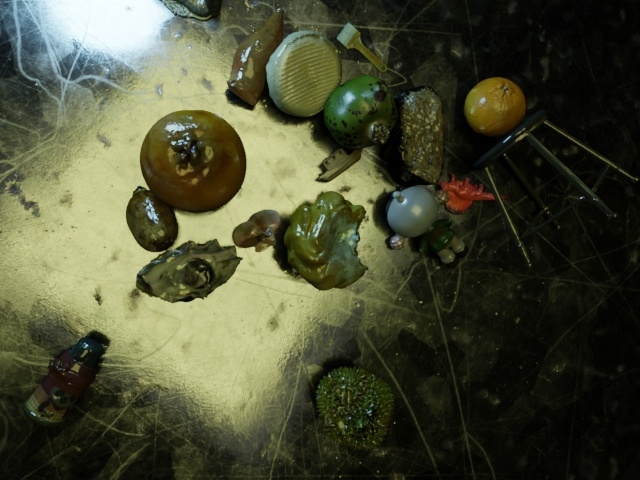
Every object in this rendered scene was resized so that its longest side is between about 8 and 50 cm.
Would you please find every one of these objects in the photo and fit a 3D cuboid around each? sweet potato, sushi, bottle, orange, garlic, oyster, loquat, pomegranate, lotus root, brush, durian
[{"bbox_3d":[-0.210,-0.630,1.762,0.131,0.131,0.336,21,85,-13],"label":"sweet potato"},{"bbox_3d":[0.337,-0.368,1.868,0.211,0.171,0.350,-2,91,-15],"label":"sushi"},{"bbox_3d":[-0.773,0.418,1.602,0.143,0.156,0.271,33,86,7],"label":"bottle"},{"bbox_3d":[0.641,-0.489,1.939,0.219,0.193,0.219,0,87,4],"label":"orange"},{"bbox_3d":[-0.209,-0.031,1.775,0.175,0.099,0.124,-26,81,-12],"label":"garlic"},{"bbox_3d":[-0.432,0.092,1.695,0.351,0.114,0.238,-20,133,1],"label":"oyster"},{"bbox_3d":[-0.385,-0.243,1.620,0.329,0.328,0.328,0,90,-14],"label":"loquat"},{"bbox_3d":[0.144,-0.421,1.773,0.254,0.254,0.270,-28,52,-12],"label":"pomegranate"},{"bbox_3d":[-0.534,-0.073,1.659,0.145,0.128,0.260,-37,63,7],"label":"lotus root"},{"bbox_3d":[0.159,-0.687,1.909,0.218,0.010,0.082,39,81,-12],"label":"brush"},{"bbox_3d":[0.125,0.566,1.796,0.291,0.224,0.291,-6,69,16],"label":"durian"}]

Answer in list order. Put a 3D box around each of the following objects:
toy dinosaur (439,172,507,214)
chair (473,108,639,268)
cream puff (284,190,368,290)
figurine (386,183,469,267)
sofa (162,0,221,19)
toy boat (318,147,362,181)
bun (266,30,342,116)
[{"bbox_3d":[0.562,-0.151,1.984,0.286,0.070,0.138,19,95,-16],"label":"toy dinosaur"},{"bbox_3d":[0.791,-0.215,1.863,0.410,0.364,0.362,51,47,5],"label":"chair"},{"bbox_3d":[-0.005,0.006,1.729,0.274,0.270,0.323,9,79,-31],"label":"cream puff"},{"bbox_3d":[0.374,-0.054,1.883,0.370,0.167,0.281,43,95,-15],"label":"figurine"},{"bbox_3d":[-0.426,-0.836,1.672,0.258,0.200,0.182,26,82,-14],"label":"sofa"},{"bbox_3d":[0.069,-0.280,1.862,0.200,0.057,0.077,-37,92,-11],"label":"toy boat"},{"bbox_3d":[-0.067,-0.560,1.776,0.287,0.146,0.287,-15,116,-34],"label":"bun"}]
